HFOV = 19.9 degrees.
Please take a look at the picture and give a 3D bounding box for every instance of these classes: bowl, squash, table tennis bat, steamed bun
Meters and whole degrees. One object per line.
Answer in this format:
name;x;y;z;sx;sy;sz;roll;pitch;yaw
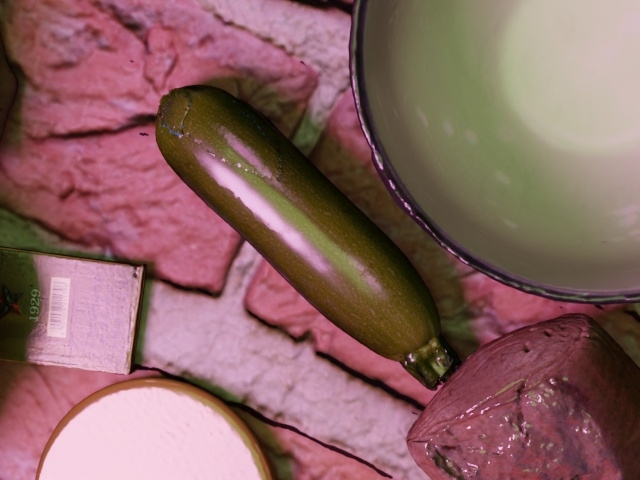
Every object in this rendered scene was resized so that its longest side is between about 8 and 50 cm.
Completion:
bowl;0.201;-0.134;1.323;0.353;0.185;0.354;0;92;6
squash;-0.001;0.001;1.400;0.331;0.087;0.087;45;95;1
table tennis bat;-0.103;0.261;1.436;0.198;0.050;0.321;-29;86;7
steamed bun;0.162;0.142;1.356;0.175;0.106;0.145;-36;117;10

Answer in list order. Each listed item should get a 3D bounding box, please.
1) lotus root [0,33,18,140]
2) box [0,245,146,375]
lotus root;-0.351;-0.118;1.375;0.180;0.188;0.199;-10;54;15
box;-0.208;0.055;1.451;0.133;0.023;0.090;6;91;5
